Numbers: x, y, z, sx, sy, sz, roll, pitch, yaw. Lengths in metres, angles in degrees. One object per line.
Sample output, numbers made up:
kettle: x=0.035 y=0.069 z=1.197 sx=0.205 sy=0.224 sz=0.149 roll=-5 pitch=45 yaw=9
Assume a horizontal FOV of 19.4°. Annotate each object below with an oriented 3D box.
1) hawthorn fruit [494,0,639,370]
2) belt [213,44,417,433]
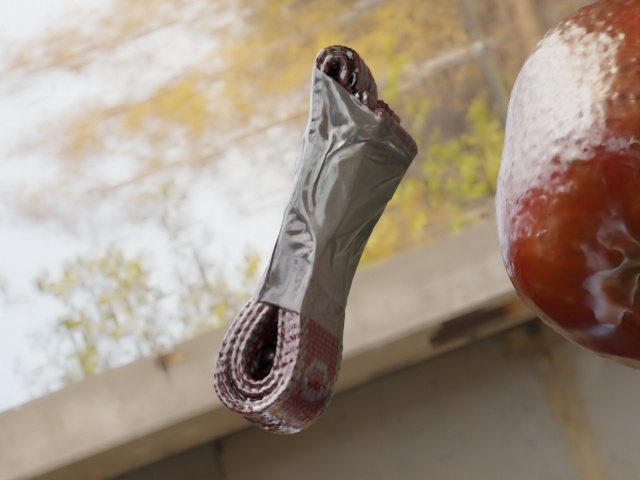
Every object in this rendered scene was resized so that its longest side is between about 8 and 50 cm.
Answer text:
hawthorn fruit: x=0.125 y=-0.016 z=0.639 sx=0.138 sy=0.133 sz=0.132 roll=-51 pitch=-53 yaw=-43
belt: x=0.000 y=0.000 z=1.099 sx=0.053 sy=0.071 sz=0.232 roll=35 pitch=-113 yaw=-54
